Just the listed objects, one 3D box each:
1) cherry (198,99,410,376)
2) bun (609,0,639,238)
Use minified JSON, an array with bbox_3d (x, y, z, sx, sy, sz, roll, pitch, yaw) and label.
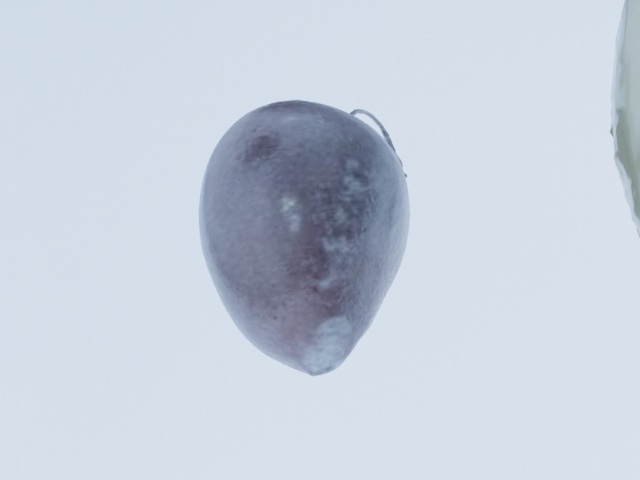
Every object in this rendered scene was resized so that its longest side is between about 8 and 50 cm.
[{"bbox_3d":[0.003,0.006,0.954,0.115,0.188,0.148,-26,65,4],"label":"cherry"},{"bbox_3d":[0.302,-0.075,0.719,0.359,0.211,0.360,-7,71,19],"label":"bun"}]
